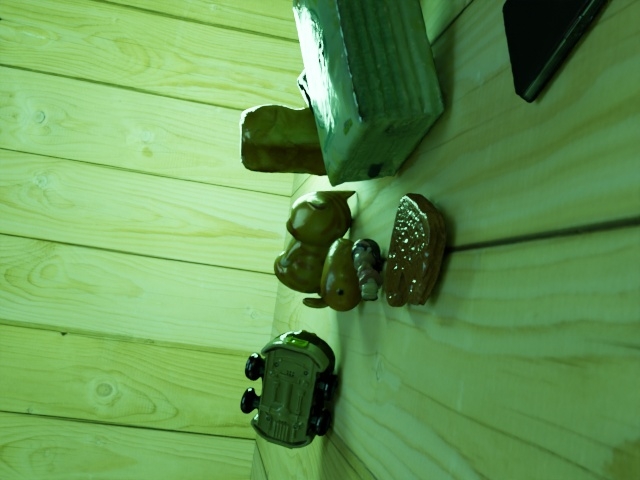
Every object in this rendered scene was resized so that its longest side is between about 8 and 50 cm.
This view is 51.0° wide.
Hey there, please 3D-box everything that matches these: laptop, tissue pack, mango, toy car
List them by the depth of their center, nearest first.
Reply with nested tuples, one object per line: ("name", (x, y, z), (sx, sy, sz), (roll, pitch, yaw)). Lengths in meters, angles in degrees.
("laptop", (0.237, -0.255, 0.652), (0.207, 0.026, 0.154), (113, 164, -57))
("tissue pack", (0.064, -0.323, 1.128), (0.287, 0.162, 0.388), (124, 136, -73))
("mango", (0.048, 0.065, 1.365), (0.115, 0.089, 0.165), (95, -177, -66))
("toy car", (-0.052, 0.319, 1.522), (0.198, 0.204, 0.248), (-38, -40, -69))

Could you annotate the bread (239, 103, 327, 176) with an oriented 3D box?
("bread", (-0.046, -0.239, 1.590), (0.167, 0.294, 0.132), (-92, 9, -50))

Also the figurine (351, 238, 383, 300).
("figurine", (0.089, 0.054, 1.232), (0.072, 0.054, 0.129), (87, 176, -47))

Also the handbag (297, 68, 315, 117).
("handbag", (0.072, -0.373, 1.446), (0.285, 0.113, 0.257), (-50, 34, 32))

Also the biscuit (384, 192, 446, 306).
("biscuit", (0.137, 0.031, 0.979), (0.192, 0.036, 0.186), (-108, 25, -70))

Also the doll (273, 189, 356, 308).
("doll", (-0.017, 0.004, 1.603), (0.166, 0.162, 0.270), (-38, -39, -55))
